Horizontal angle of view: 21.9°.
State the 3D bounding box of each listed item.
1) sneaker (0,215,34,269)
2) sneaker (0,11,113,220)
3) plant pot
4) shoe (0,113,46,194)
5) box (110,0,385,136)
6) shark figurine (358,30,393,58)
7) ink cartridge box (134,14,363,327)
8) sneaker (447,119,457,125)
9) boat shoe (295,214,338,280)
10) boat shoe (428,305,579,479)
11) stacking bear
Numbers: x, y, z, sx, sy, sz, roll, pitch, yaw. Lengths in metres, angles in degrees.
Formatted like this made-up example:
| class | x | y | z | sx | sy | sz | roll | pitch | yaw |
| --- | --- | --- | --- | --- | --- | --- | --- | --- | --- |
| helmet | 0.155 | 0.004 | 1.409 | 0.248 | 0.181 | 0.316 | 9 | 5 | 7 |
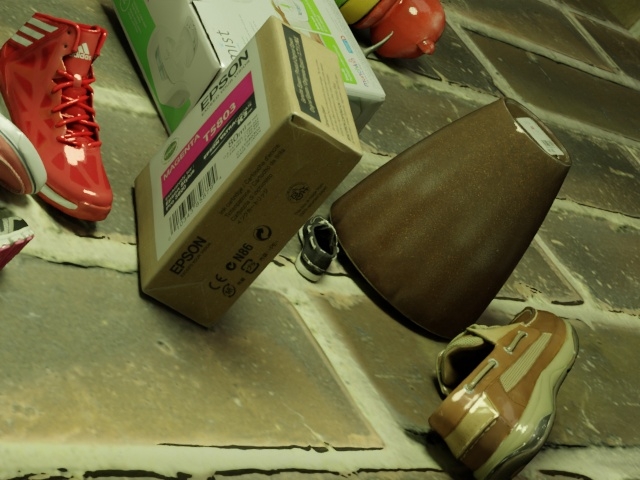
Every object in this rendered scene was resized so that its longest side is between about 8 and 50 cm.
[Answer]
| class | x | y | z | sx | sy | sz | roll | pitch | yaw |
| --- | --- | --- | --- | --- | --- | --- | --- | --- | --- |
| sneaker | -0.295 | -0.002 | 1.318 | 0.075 | 0.063 | 0.170 | 51 | 29 | 8 |
| sneaker | -0.239 | -0.130 | 1.549 | 0.087 | 0.128 | 0.221 | 4 | 41 | -53 |
| plant pot | 0.166 | -0.044 | 1.871 | 0.215 | 0.230 | 0.215 | 38 | 21 | -18 |
| shoe | -0.320 | -0.087 | 1.446 | 0.178 | 0.063 | 0.081 | 52 | 54 | -28 |
| box | -0.088 | -0.229 | 1.893 | 0.231 | 0.127 | 0.262 | 4 | 46 | -37 |
| shark figurine | 0.037 | -0.267 | 2.218 | 0.166 | 0.116 | 0.278 | 57 | 6 | -23 |
| ink cartridge box | -0.074 | -0.066 | 1.553 | 0.088 | 0.235 | 0.193 | 30 | 25 | -26 |
| sneaker | 0.236 | -0.120 | 2.346 | 0.281 | 0.105 | 0.115 | -43 | 114 | -69 |
| boat shoe | 0.000 | 0.000 | 1.800 | 0.046 | 0.038 | 0.125 | 37 | 23 | -7 |
| boat shoe | 0.188 | 0.138 | 1.745 | 0.120 | 0.122 | 0.324 | 37 | 22 | -1 |
| stacking bear | 0.059 | -0.379 | 2.432 | 0.289 | 0.164 | 0.175 | 40 | 23 | -13 |
